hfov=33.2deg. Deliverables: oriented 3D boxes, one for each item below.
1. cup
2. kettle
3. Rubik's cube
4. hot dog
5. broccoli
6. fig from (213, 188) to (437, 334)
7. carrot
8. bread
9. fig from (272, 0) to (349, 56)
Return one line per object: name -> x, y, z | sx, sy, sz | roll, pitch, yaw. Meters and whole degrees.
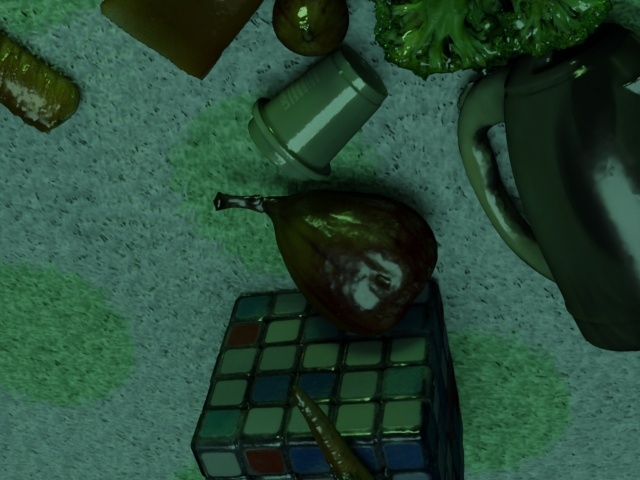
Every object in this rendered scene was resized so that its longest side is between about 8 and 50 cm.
cup -> -0.001, -0.148, 1.217 | 0.120, 0.120, 0.141 | 38, 110, -19
kettle -> 0.288, -0.074, 1.168 | 0.321, 0.228, 0.324 | -8, 115, 54
Rubik's cube -> 0.028, 0.253, 1.395 | 0.293, 0.292, 0.287 | -7, 124, 11
hot dog -> -0.413, -0.223, 1.246 | 0.289, 0.068, 0.083 | 34, 117, -15
broccoli -> 0.148, -0.290, 0.995 | 0.254, 0.269, 0.269 | -20, 122, 7
fig -> 0.000, 0.000, 1.303 | 0.274, 0.145, 0.170 | 26, 106, -1
carrot -> 0.032, 0.252, 1.193 | 0.049, 0.049, 0.254 | -22, 116, 23
bread -> -0.077, -0.335, 1.102 | 0.138, 0.077, 0.361 | 35, 124, -16
fig -> -0.013, -0.227, 1.143 | 0.089, 0.125, 0.088 | 3, 122, 5
